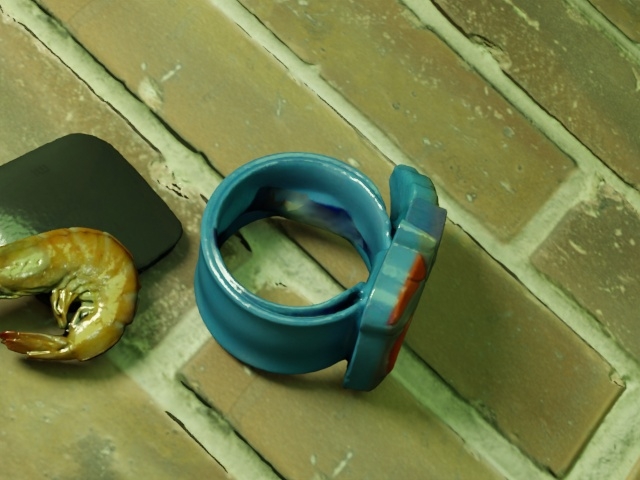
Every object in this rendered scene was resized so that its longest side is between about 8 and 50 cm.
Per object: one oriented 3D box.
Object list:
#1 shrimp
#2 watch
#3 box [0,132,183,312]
[{"bbox_3d":[-0.315,0.062,1.387,0.248,0.068,0.150,-4,78,-20],"label":"shrimp"},{"bbox_3d":[0.000,0.000,1.510,0.274,0.241,0.305,17,55,2],"label":"watch"},{"bbox_3d":[-0.289,-0.026,1.494,0.201,0.042,0.212,48,54,8],"label":"box"}]
